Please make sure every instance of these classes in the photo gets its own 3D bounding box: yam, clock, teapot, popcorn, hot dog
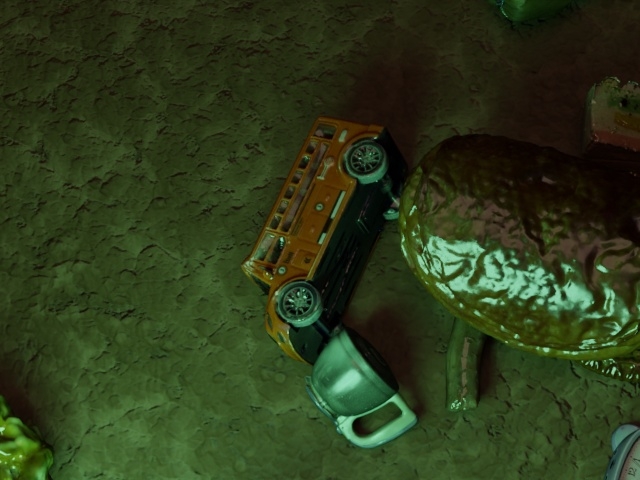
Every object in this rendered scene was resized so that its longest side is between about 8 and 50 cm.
[{"bbox_3d":[0.202,0.117,1.761,0.057,0.057,0.241,5,68,12],"label":"yam"},{"bbox_3d":[0.407,0.299,1.651,0.110,0.050,0.152,19,73,16],"label":"clock"},{"bbox_3d":[0.046,0.197,1.743,0.108,0.149,0.111,-40,28,9],"label":"teapot"},{"bbox_3d":[-0.452,0.307,1.703,0.212,0.259,0.259,-27,64,-28],"label":"popcorn"},{"bbox_3d":[0.288,0.001,1.690,0.388,0.174,0.267,19,70,17],"label":"hot dog"}]

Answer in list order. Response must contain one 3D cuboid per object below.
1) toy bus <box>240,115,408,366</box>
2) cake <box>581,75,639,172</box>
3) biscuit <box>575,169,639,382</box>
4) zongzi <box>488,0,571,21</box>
[{"bbox_3d":[0.000,0.000,1.797,0.153,0.143,0.329,17,73,26],"label":"toy bus"},{"bbox_3d":[0.469,-0.147,1.824,0.225,0.090,0.109,11,67,-6],"label":"cake"},{"bbox_3d":[0.428,0.043,1.756,0.305,0.038,0.305,-3,68,9],"label":"biscuit"},{"bbox_3d":[0.396,-0.390,1.891,0.274,0.125,0.250,32,76,14],"label":"zongzi"}]
